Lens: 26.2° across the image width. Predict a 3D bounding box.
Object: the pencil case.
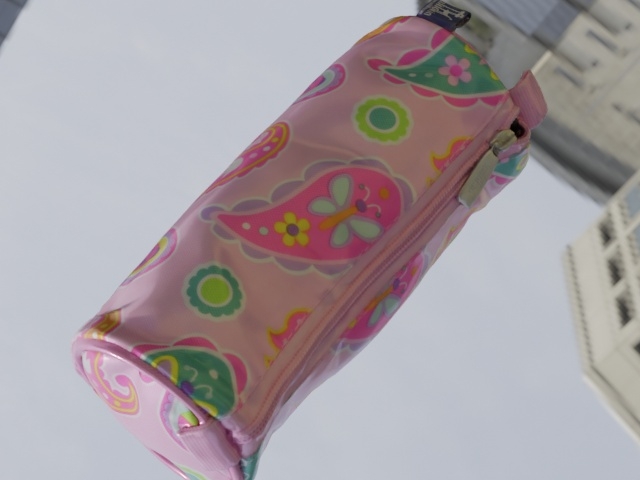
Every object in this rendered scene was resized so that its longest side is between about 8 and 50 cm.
[{"bbox_3d":[0.000,0.000,0.729,0.124,0.124,0.284,42,-116,4],"label":"pencil case"}]
